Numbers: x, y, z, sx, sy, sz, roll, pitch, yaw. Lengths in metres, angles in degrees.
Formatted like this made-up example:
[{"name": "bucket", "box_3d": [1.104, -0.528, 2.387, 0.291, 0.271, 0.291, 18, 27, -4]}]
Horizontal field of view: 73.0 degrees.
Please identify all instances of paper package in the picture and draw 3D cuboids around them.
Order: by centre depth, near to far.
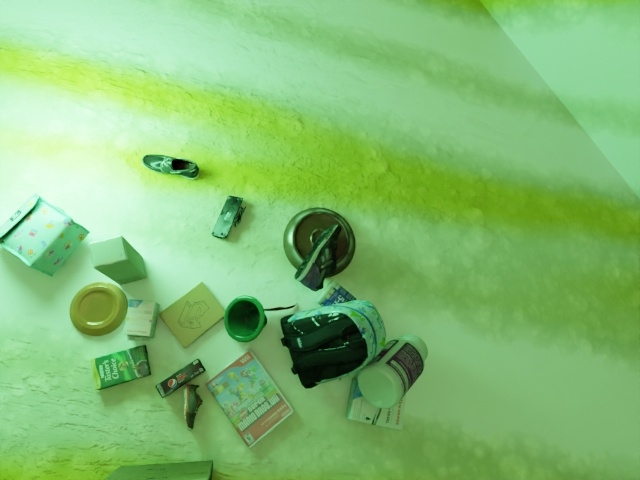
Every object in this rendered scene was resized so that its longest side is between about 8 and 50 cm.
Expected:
[{"name": "paper package", "box_3d": [-0.502, 0.802, 1.329, 0.324, 0.309, 0.168, 2, 73, -11]}]

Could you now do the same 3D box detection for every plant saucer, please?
[{"name": "plant saucer", "box_3d": [-0.815, 0.248, 1.584, 0.199, 0.037, 0.200, 3, 74, -9]}, {"name": "plant saucer", "box_3d": [0.000, 0.000, 1.796, 0.310, 0.050, 0.311, 3, 72, -9]}]

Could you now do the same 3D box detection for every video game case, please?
[{"name": "video game case", "box_3d": [-0.259, 0.576, 1.590, 0.204, 0.025, 0.285, -35, 82, -17]}]

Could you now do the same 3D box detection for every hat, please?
[{"name": "hat", "box_3d": [-0.237, 0.307, 1.678, 0.208, 0.183, 0.173, 5, 81, 26]}]

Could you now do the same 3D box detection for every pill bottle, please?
[{"name": "pill bottle", "box_3d": [0.279, 0.465, 1.590, 0.301, 0.169, 0.169, -25, 77, -49]}, {"name": "pill bottle", "box_3d": [0.086, 0.255, 1.700, 0.186, 0.112, 0.112, 39, 71, 3]}]

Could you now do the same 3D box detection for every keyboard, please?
[{"name": "keyboard", "box_3d": [-0.367, -0.090, 1.773, 0.100, 0.038, 0.192, 13, 71, 19]}]

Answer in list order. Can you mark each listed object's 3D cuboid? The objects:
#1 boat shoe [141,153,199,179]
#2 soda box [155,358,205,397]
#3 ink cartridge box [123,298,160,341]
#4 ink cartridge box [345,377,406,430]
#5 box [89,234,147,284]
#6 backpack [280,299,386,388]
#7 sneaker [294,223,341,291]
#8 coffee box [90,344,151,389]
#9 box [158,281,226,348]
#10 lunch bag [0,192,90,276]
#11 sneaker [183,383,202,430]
[{"name": "boat shoe", "box_3d": [-0.614, -0.315, 1.767, 0.232, 0.079, 0.084, 13, 73, -4]}, {"name": "soda box", "box_3d": [-0.500, 0.494, 1.553, 0.168, 0.060, 0.053, -31, 82, -18]}, {"name": "ink cartridge box", "box_3d": [-0.650, 0.294, 1.570, 0.092, 0.090, 0.143, 7, 73, -8]}, {"name": "ink cartridge box", "box_3d": [0.210, 0.615, 1.627, 0.202, 0.086, 0.148, 13, 71, -5]}, {"name": "box", "box_3d": [-0.707, 0.076, 1.527, 0.113, 0.275, 0.094, -15, 75, -14]}, {"name": "backpack", "box_3d": [0.060, 0.349, 1.546, 0.273, 0.355, 0.290, -14, 77, -37]}, {"name": "sneaker", "box_3d": [0.019, 0.070, 1.714, 0.124, 0.107, 0.283, 37, 74, -13]}, {"name": "coffee box", "box_3d": [-0.709, 0.451, 1.539, 0.184, 0.040, 0.113, -12, 76, -13]}, {"name": "box", "box_3d": [-0.481, 0.281, 1.641, 0.201, 0.021, 0.164, -39, 83, -19]}, {"name": "lunch bag", "box_3d": [-1.029, -0.036, 1.571, 0.262, 0.160, 0.223, 32, 74, 12]}, {"name": "sneaker", "box_3d": [-0.451, 0.590, 1.535, 0.064, 0.061, 0.158, -2, 74, -17]}]
